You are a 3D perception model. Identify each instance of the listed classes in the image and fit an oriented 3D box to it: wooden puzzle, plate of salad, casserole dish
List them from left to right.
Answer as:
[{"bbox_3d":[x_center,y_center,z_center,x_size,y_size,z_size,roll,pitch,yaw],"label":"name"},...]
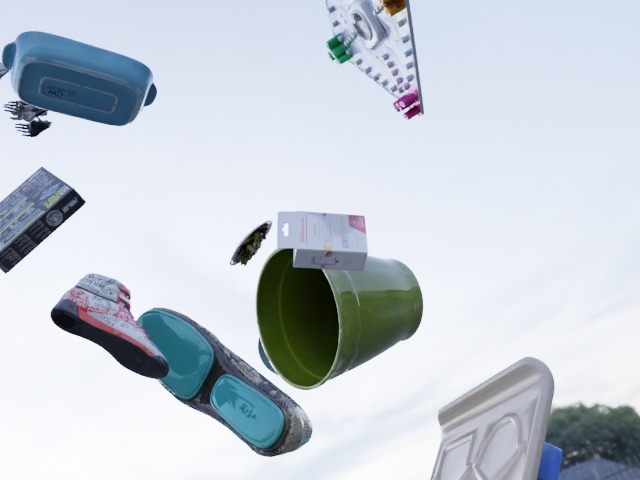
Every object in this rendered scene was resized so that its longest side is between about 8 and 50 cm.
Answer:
[{"bbox_3d":[-0.299,-0.193,0.875,0.188,0.037,0.114,13,-35,-24],"label":"casserole dish"},{"bbox_3d":[-0.220,0.015,2.294,0.200,0.048,0.200,-45,-11,-11],"label":"plate of salad"},{"bbox_3d":[0.208,0.360,0.908,0.080,0.348,0.322,21,-30,-4],"label":"wooden puzzle"}]

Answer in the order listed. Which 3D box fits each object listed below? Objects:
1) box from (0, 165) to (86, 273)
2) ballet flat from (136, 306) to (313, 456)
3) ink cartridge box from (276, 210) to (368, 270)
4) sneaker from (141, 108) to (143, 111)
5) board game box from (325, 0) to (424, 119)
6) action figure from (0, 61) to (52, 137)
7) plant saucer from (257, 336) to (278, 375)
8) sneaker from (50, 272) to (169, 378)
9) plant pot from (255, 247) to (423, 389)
[{"bbox_3d":[-0.777,-0.060,1.843,0.270,0.216,0.060,-47,-44,-17],"label":"box"},{"bbox_3d":[-0.211,0.312,1.534,0.164,0.482,0.182,-60,-30,-1],"label":"ballet flat"},{"bbox_3d":[0.000,0.000,1.550,0.198,0.115,0.067,4,-42,-6],"label":"ink cartridge box"},{"bbox_3d":[-0.375,-0.266,1.348,0.037,0.083,0.032,16,-86,-57],"label":"sneaker"},{"bbox_3d":[0.100,-0.529,1.729,0.050,0.390,0.390,-34,-38,-11],"label":"board game box"},{"bbox_3d":[-0.705,-0.358,1.695,0.140,0.164,0.275,-17,-14,-36],"label":"action figure"},{"bbox_3d":[-0.083,0.300,2.024,0.194,0.195,0.037,-23,11,3],"label":"plant saucer"},{"bbox_3d":[-0.413,0.171,1.476,0.270,0.145,0.090,31,-51,-4],"label":"sneaker"},{"bbox_3d":[0.072,0.178,1.862,0.352,0.367,0.366,-6,-30,-38],"label":"plant pot"}]
